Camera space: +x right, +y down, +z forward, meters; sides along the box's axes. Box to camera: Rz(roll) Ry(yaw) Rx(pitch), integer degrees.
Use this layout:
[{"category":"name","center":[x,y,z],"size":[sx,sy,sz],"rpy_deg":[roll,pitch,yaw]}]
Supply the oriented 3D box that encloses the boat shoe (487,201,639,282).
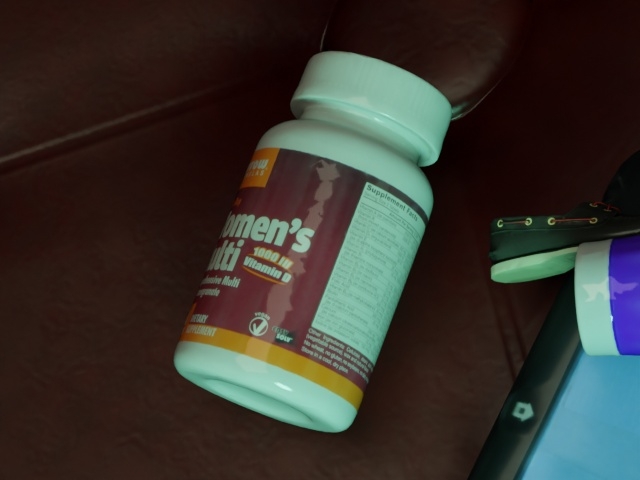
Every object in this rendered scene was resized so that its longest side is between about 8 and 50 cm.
[{"category":"boat shoe","center":[0.164,-0.005,1.018],"size":[0.133,0.049,0.042],"rpy_deg":[-10,72,24]}]

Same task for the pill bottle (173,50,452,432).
[{"category":"pill bottle","center":[0.000,0.000,1.066],"size":[0.121,0.121,0.221],"rpy_deg":[15,76,22]}]

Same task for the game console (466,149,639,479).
[{"category":"game console","center":[0.254,0.160,0.962],"size":[0.342,0.060,0.386],"rpy_deg":[23,78,23]}]

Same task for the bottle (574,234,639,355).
[{"category":"bottle","center":[0.284,0.024,0.922],"size":[0.283,0.092,0.118],"rpy_deg":[-5,92,18]}]
